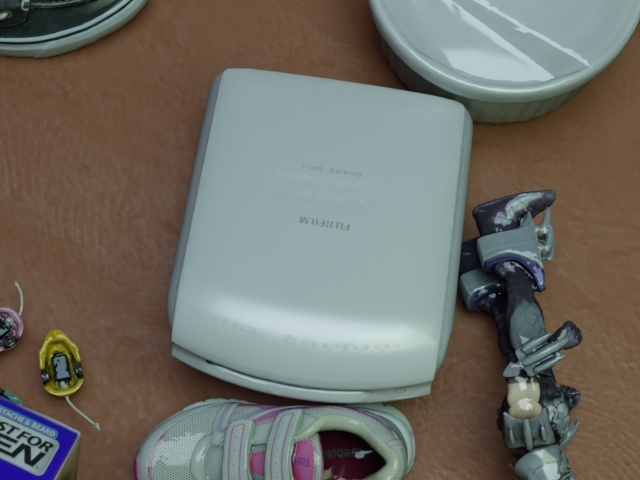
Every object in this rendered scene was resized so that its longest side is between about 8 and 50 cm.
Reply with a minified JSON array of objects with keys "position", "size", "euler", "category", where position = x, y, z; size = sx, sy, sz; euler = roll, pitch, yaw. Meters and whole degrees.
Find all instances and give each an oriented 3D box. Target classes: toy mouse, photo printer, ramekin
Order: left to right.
[{"position":[-0.289,0.120,1.545],"size":[0.143,0.031,0.161],"euler":[-16,71,-9],"category":"toy mouse"},{"position":[0.000,0.000,1.539],"size":[0.256,0.107,0.307],"euler":[9,58,1],"category":"photo printer"},{"position":[0.171,-0.237,1.652],"size":[0.273,0.127,0.272],"euler":[1,69,-3],"category":"ramekin"}]

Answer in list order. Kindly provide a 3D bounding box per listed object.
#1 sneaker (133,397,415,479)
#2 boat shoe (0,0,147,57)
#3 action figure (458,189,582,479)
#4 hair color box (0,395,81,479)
[{"position":[-0.037,0.185,1.480],"size":[0.252,0.111,0.103],"euler":[-7,88,-5],"category":"sneaker"},{"position":[-0.329,-0.246,1.631],"size":[0.335,0.119,0.121],"euler":[-8,70,-6],"category":"boat shoe"},{"position":[0.186,0.102,1.506],"size":[0.099,0.185,0.285],"euler":[-7,59,-4],"category":"action figure"},{"position":[-0.312,0.306,1.350],"size":[0.110,0.185,0.339],"euler":[22,55,4],"category":"hair color box"}]
